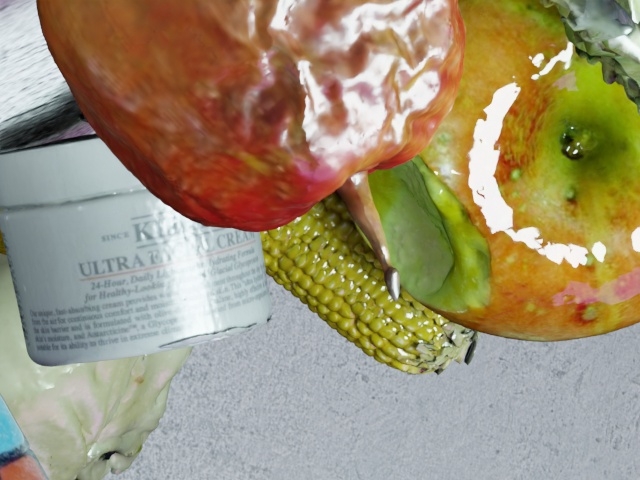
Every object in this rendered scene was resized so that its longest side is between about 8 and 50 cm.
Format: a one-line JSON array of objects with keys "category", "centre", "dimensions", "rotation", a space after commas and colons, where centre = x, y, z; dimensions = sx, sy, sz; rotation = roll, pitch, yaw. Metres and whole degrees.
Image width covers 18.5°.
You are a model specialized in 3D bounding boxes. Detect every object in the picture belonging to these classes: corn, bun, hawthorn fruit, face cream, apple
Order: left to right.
[{"category": "bun", "centre": [-0.256, 0.113, 1.733], "dimensions": [0.362, 0.234, 0.326], "rotation": [-37, 169, 10]}, {"category": "face cream", "centre": [-0.129, -0.002, 1.360], "dimensions": [0.177, 0.153, 0.177], "rotation": [-11, -175, 1]}, {"category": "hawthorn fruit", "centre": [-0.014, -0.081, 0.936], "dimensions": [0.207, 0.243, 0.207], "rotation": [-29, 173, -4]}, {"category": "corn", "centre": [0.000, 0.000, 1.621], "dimensions": [0.115, 0.318, 0.115], "rotation": [-51, -178, 3]}, {"category": "apple", "centre": [0.175, -0.090, 1.507], "dimensions": [0.339, 0.339, 0.339], "rotation": [-29, 176, -2]}]

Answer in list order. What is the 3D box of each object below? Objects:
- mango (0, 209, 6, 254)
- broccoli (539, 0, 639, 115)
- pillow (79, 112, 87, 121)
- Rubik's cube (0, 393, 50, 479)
[{"category": "mango", "centre": [-0.222, -0.026, 1.478], "dimensions": [0.079, 0.057, 0.114], "rotation": [-24, 166, -14]}, {"category": "broccoli", "centre": [0.264, -0.229, 1.218], "dimensions": [0.334, 0.324, 0.272], "rotation": [129, -22, -56]}, {"category": "pillow", "centre": [-0.089, -0.116, 1.329], "dimensions": [0.150, 0.048, 0.090], "rotation": [-24, 167, -15]}, {"category": "Rubik's cube", "centre": [-0.392, 0.186, 1.457], "dimensions": [0.259, 0.256, 0.253], "rotation": [-31, 176, 23]}]
